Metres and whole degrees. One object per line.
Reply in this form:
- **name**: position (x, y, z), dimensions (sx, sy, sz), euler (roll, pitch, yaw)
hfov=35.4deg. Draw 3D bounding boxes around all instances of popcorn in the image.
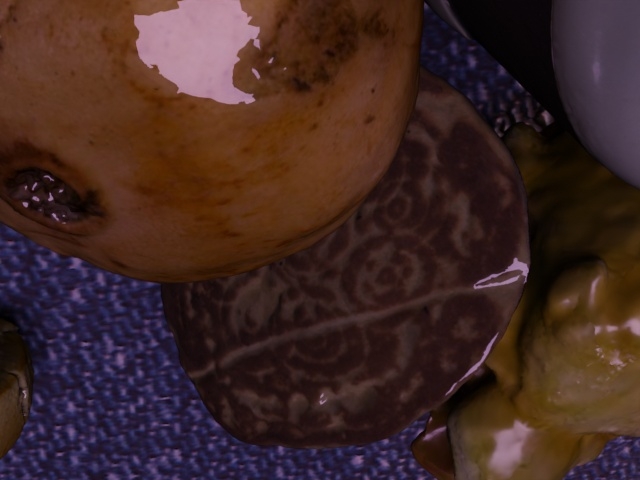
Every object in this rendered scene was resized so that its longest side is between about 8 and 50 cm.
- **popcorn**: position (0.153, 0.044, 0.622), dimensions (0.192, 0.233, 0.266), euler (42, 74, -38)

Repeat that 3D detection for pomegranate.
- **pomegranate**: position (-0.074, -0.104, 0.491), dimensions (0.261, 0.260, 0.260), euler (-4, 114, -10)

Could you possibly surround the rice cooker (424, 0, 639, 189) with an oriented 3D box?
- **rice cooker**: position (0.187, -0.189, 0.497), dimensions (0.289, 0.277, 0.288), euler (-12, 131, -14)

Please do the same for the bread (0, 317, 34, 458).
- **bread**: position (-0.257, 0.092, 0.614), dimensions (0.156, 0.117, 0.064), euler (-2, 115, -11)

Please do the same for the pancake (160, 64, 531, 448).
- **pancake**: position (0.000, 0.000, 0.587), dimensions (0.031, 0.250, 0.250), euler (11, 116, -56)
